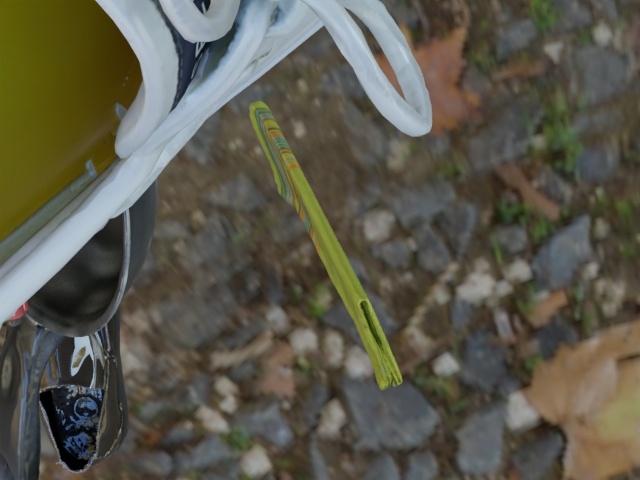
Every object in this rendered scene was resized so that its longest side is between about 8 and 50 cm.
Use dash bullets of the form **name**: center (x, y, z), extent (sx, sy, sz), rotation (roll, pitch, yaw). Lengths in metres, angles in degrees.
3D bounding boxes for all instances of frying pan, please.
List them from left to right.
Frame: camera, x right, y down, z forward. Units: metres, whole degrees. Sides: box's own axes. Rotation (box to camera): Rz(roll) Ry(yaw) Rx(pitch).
- **frying pan**: center (-0.121, 0.008, 0.912), extent (0.053, 0.326, 0.197), rotation (-23, 22, -31)

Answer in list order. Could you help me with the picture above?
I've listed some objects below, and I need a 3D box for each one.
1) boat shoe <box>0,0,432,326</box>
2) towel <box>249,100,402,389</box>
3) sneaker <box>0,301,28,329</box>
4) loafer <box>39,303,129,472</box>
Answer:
- **boat shoe**: center (-0.049, -0.066, 0.469), extent (0.367, 0.136, 0.156), rotation (-41, 30, -14)
- **towel**: center (0.000, 0.000, 1.425), extent (0.021, 0.102, 0.237), rotation (-26, 45, -1)
- **sneaker**: center (-0.183, -0.041, 0.848), extent (0.225, 0.088, 0.093), rotation (34, 124, 50)
- **loafer**: center (-0.196, 0.089, 1.536), extent (0.080, 0.220, 0.078), rotation (-9, 24, 7)
